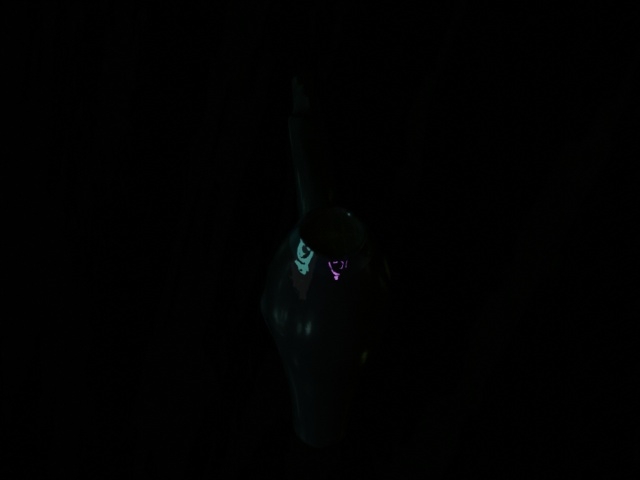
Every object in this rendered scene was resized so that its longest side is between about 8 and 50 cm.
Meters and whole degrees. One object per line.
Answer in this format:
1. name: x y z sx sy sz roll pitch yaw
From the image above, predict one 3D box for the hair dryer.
1. hair dryer: 0.000 0.000 0.420 0.079 0.031 0.083 95 174 -54
